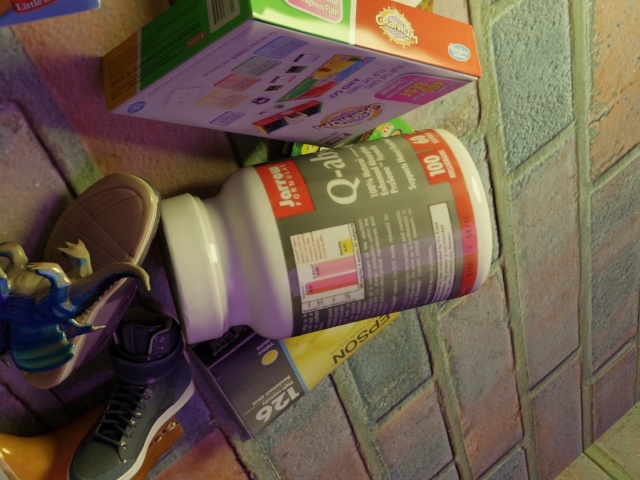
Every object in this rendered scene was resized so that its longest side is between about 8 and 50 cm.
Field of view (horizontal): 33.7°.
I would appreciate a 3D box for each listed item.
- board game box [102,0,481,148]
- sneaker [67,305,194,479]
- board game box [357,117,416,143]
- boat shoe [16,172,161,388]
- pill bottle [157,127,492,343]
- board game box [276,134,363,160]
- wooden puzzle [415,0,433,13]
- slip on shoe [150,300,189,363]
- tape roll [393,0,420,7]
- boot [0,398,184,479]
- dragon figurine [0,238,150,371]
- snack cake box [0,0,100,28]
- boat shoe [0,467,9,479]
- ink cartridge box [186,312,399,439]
[{"bbox_3d":[-0.027,-0.179,1.100,0.316,0.064,0.242,5,162,-43],"label":"board game box"},{"bbox_3d":[-0.235,0.180,1.256,0.226,0.086,0.163,-55,153,-44],"label":"sneaker"},{"bbox_3d":[0.101,-0.095,1.462,0.124,0.039,0.259,-56,155,4],"label":"board game box"},{"bbox_3d":[-0.254,0.042,1.194,0.285,0.103,0.092,-61,166,21],"label":"boat shoe"},{"bbox_3d":[0.000,0.000,1.253,0.363,0.210,0.210,-13,136,-12],"label":"pill bottle"},{"bbox_3d":[-0.001,-0.103,1.381,0.136,0.030,0.260,-11,131,-38],"label":"board game box"},{"bbox_3d":[0.123,-0.296,1.345,0.083,0.006,0.049,-28,141,-26],"label":"wooden puzzle"},{"bbox_3d":[-0.204,0.132,1.374,0.041,0.051,0.135,-38,152,-24],"label":"slip on shoe"},{"bbox_3d":[0.031,-0.353,1.111,0.286,0.100,0.286,-28,140,-27],"label":"tape roll"},{"bbox_3d":[-0.298,0.243,1.354,0.211,0.104,0.295,-47,147,-14],"label":"boot"},{"bbox_3d":[-0.284,0.081,1.109,0.085,0.289,0.144,-53,138,-63],"label":"dragon figurine"},{"bbox_3d":[-0.299,-0.216,0.756,0.264,0.152,0.089,-13,138,-4],"label":"snack cake box"},{"bbox_3d":[-0.449,0.296,1.194,0.136,0.156,0.367,-53,145,-46],"label":"boat shoe"},{"bbox_3d":[-0.020,0.155,1.578,0.303,0.072,0.307,-39,143,-13],"label":"ink cartridge box"}]
